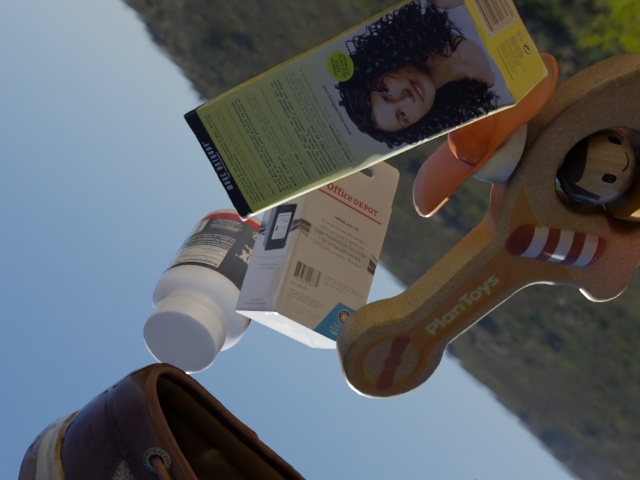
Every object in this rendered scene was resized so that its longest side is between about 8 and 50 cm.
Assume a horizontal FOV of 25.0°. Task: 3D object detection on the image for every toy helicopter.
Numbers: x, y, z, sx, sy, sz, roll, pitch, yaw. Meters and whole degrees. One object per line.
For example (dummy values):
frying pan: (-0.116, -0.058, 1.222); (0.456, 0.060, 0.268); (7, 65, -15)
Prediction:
toy helicopter: (0.143, -0.008, 1.095); (0.235, 0.355, 0.140); (38, -162, -37)

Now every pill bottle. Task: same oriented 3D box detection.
pill bottle: (-0.117, 0.056, 1.535); (0.108, 0.108, 0.180); (37, -142, -7)

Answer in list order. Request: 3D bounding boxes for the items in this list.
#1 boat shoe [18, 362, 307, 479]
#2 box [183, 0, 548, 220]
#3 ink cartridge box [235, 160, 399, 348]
boat shoe: (0.007, 0.193, 0.736); (0.342, 0.123, 0.123); (46, -150, -8)
box: (0.023, -0.092, 0.921); (0.058, 0.232, 0.087); (-39, -77, -50)
ink cartridge box: (0.000, 0.000, 1.337); (0.104, 0.180, 0.060); (29, 160, -37)
